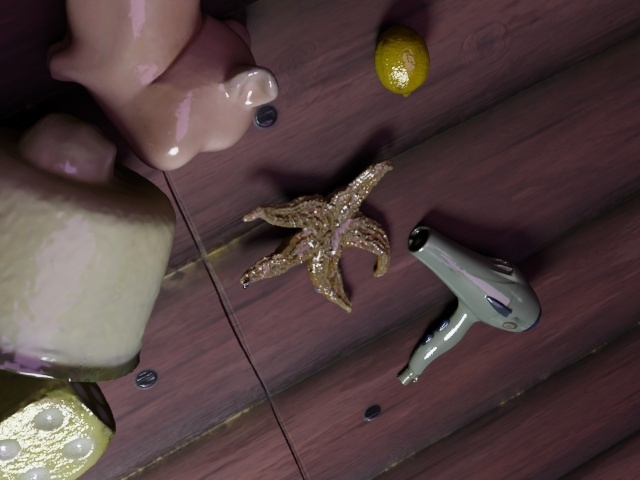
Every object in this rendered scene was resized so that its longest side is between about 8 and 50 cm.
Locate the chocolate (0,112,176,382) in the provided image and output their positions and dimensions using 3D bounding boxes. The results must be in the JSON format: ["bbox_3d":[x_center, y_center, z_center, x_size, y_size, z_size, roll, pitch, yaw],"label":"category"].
[{"bbox_3d":[-0.336,-0.007,1.140,0.314,0.326,0.297,20,91,-32],"label":"chocolate"}]

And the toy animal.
[{"bbox_3d":[-0.200,-0.244,1.119,0.269,0.237,0.327,-5,118,-12],"label":"toy animal"}]

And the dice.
[{"bbox_3d":[-0.411,0.248,1.309,0.169,0.169,0.166,-34,129,-6],"label":"dice"}]

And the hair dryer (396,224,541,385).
[{"bbox_3d":[0.215,0.102,1.611,0.298,0.119,0.296,-30,122,7],"label":"hair dryer"}]

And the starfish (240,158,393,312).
[{"bbox_3d":[-0.002,-0.002,1.445,0.302,0.060,0.299,-4,126,-32],"label":"starfish"}]

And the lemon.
[{"bbox_3d":[0.120,-0.262,1.344,0.082,0.082,0.111,-22,118,-15],"label":"lemon"}]
